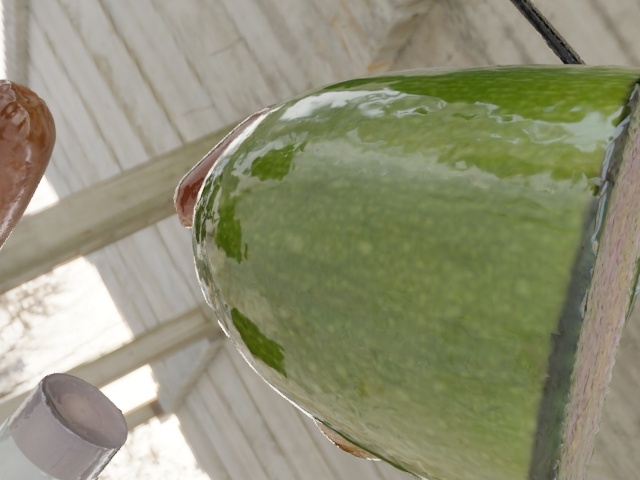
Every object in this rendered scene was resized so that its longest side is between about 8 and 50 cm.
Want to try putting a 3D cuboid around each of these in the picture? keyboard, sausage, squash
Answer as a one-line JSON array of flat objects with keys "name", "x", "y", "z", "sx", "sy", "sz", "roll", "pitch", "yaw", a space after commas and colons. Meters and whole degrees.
[{"name": "keyboard", "x": 0.228, "y": -0.261, "z": 1.196, "sx": 0.250, "sy": 0.017, "sz": 0.087, "roll": 52, "pitch": 20, "yaw": 9}, {"name": "sausage", "x": -0.100, "y": -0.088, "z": 1.290, "sx": 0.077, "sy": 0.194, "sz": 0.077, "roll": 48, "pitch": 11, "yaw": -13}, {"name": "squash", "x": 0.044, "y": 0.005, "z": 0.712, "sx": 0.309, "sy": 0.310, "sz": 0.310, "roll": 14, "pitch": -44, "yaw": 19}, {"name": "sausage", "x": -0.377, "y": -0.071, "z": 1.213, "sx": 0.113, "sy": 0.114, "sz": 0.259, "roll": 55, "pitch": -52, "yaw": 19}]

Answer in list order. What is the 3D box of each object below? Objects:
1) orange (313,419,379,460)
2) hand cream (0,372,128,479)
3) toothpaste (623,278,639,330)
[{"name": "orange", "x": 0.060, "y": 0.115, "z": 0.935, "sx": 0.124, "sy": 0.156, "sz": 0.156, "roll": 21, "pitch": -44, "yaw": 33}, {"name": "hand cream", "x": -0.257, "y": 0.219, "z": 0.846, "sx": 0.133, "sy": 0.248, "sz": 0.083, "roll": 20, "pitch": 23, "yaw": -50}, {"name": "toothpaste", "x": 0.399, "y": 0.081, "z": 1.409, "sx": 0.204, "sy": 0.032, "sz": 0.049, "roll": 70, "pitch": 24, "yaw": -65}]
